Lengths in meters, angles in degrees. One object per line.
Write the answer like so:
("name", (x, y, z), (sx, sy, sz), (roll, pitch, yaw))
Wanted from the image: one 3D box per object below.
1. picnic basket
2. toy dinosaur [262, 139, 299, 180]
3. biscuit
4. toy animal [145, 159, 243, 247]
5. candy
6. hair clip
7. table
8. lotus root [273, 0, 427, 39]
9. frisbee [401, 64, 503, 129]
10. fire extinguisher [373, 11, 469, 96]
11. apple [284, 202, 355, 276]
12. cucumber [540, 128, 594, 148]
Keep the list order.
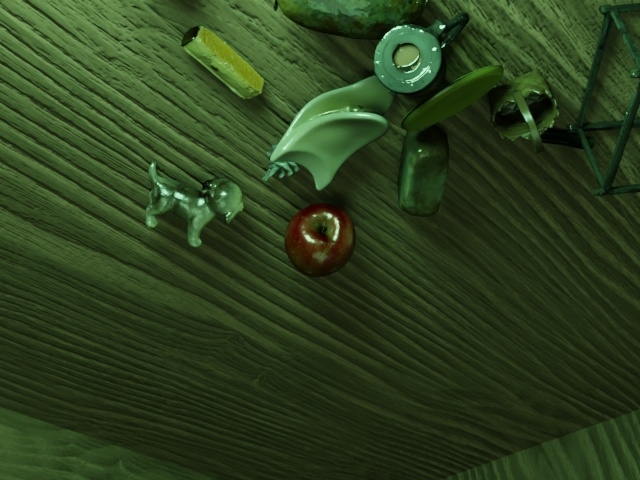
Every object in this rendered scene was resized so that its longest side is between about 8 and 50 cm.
("picnic basket", (0.431, -0.260, 1.547), (0.137, 0.179, 0.128), (-22, 137, 21))
("toy dinosaur", (-0.064, -0.201, 1.682), (0.209, 0.039, 0.082), (-34, 125, 25))
("biscuit", (-0.194, -0.352, 1.473), (0.056, 0.052, 0.188), (-19, 139, 36))
("toy animal", (-0.303, -0.086, 1.745), (0.233, 0.121, 0.169), (15, 121, -9))
("candy", (0.237, -0.158, 1.711), (0.102, 0.104, 0.234), (0, 141, -5))
("hair clip", (0.043, -0.244, 1.589), (0.282, 0.113, 0.172), (-30, 141, 31))
("table", (0.697, -0.288, 1.507), (0.272, 0.222, 0.335), (-5, 140, 1))
("lotus root", (0.056, -0.444, 1.307), (0.274, 0.152, 0.160), (3, 130, -12))
("frisbee", (0.273, -0.289, 1.516), (0.236, 0.017, 0.236), (-27, 172, -4))
("fire extinguisher", (0.202, -0.336, 1.360), (0.200, 0.376, 0.113), (-24, 94, 12))
("apple", (0.000, 0.000, 1.835), (0.180, 0.181, 0.168), (-4, 164, -1))
("cucumber", (0.559, -0.237, 1.706), (0.184, 0.033, 0.036), (7, 114, -15))
